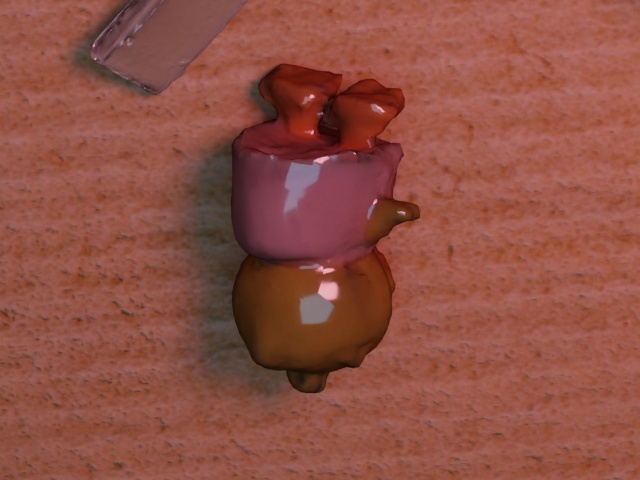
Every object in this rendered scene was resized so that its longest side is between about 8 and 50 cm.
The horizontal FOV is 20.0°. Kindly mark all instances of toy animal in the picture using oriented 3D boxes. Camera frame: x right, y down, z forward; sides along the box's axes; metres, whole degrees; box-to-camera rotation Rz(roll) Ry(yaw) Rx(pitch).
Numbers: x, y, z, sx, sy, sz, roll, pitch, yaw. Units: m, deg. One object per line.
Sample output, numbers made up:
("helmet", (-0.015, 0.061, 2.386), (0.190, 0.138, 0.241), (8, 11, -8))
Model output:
("toy animal", (-0.003, 0.003, 1.587), (0.195, 0.169, 0.281), (19, 124, 38))

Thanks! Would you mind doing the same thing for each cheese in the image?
("cheese", (-0.038, -0.281, 1.530), (0.400, 0.034, 0.085), (-45, 130, 15))
